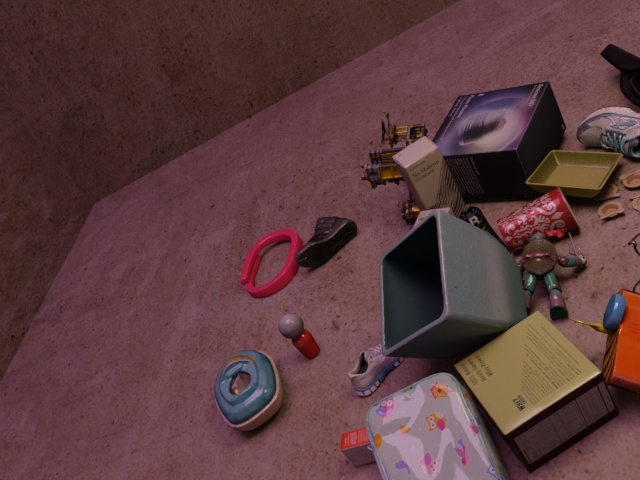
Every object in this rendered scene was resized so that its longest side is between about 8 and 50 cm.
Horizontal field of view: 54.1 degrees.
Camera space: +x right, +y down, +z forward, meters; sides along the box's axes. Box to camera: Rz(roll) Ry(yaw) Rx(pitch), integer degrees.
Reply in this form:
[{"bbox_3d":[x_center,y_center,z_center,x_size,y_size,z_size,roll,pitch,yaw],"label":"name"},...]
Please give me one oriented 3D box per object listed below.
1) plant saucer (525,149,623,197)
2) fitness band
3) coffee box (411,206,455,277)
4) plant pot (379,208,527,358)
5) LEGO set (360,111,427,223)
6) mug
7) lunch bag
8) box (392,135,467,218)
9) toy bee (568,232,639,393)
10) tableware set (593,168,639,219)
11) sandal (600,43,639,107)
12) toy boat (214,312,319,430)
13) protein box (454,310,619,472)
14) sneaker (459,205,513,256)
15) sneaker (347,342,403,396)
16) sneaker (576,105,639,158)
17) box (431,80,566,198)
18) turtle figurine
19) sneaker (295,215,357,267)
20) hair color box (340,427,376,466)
[{"bbox_3d":[0.653,-0.167,1.609,0.188,0.045,0.188,10,40,40],"label":"plant saucer"},{"bbox_3d":[-0.162,0.074,2.121,0.209,0.054,0.291,-18,36,23],"label":"fitness band"},{"bbox_3d":[0.287,0.051,1.623,0.098,0.141,0.247,-6,41,40],"label":"coffee box"},{"bbox_3d":[0.296,0.121,1.354,0.247,0.252,0.248,134,145,-52],"label":"plant pot"},{"bbox_3d":[0.233,-0.214,1.933,0.192,0.255,0.331,-4,47,17],"label":"LEGO set"},{"bbox_3d":[0.543,-0.042,1.566,0.169,0.150,0.113,-27,68,21],"label":"mug"},{"bbox_3d":[0.212,0.404,1.176,0.224,0.108,0.279,-31,51,14],"label":"lunch bag"},{"bbox_3d":[0.312,-0.140,1.727,0.113,0.275,0.094,-34,32,3],"label":"box"},{"bbox_3d":[0.596,0.159,1.191,0.195,0.162,0.298,38,74,23],"label":"toy bee"},{"bbox_3d":[0.737,-0.110,1.523,0.141,0.020,0.169,-22,34,22],"label":"tableware set"},{"bbox_3d":[0.882,-0.418,1.711,0.107,0.167,0.446,-52,17,23],"label":"sandal"},{"bbox_3d":[-0.154,0.332,1.659,0.318,0.148,0.267,-39,31,-6],"label":"toy boat"},{"bbox_3d":[0.405,0.283,1.193,0.201,0.136,0.200,-34,31,2],"label":"protein box"},{"bbox_3d":[0.411,-0.011,1.605,0.079,0.121,0.217,-32,31,6],"label":"sneaker"},{"bbox_3d":[0.138,0.281,1.510,0.191,0.083,0.071,-47,31,-22],"label":"sneaker"},{"bbox_3d":[0.790,-0.272,1.611,0.283,0.110,0.122,3,51,47],"label":"sneaker"},{"bbox_3d":[0.499,-0.282,1.792,0.294,0.183,0.296,1,48,42],"label":"box"},{"bbox_3d":[0.502,0.065,1.428,0.175,0.118,0.234,-15,43,37],"label":"turtle figurine"},{"bbox_3d":[0.000,0.000,2.029,0.227,0.087,0.130,-40,29,-13],"label":"sneaker"},{"bbox_3d":[0.120,0.431,1.331,0.141,0.072,0.043,-21,34,21],"label":"hair color box"}]
